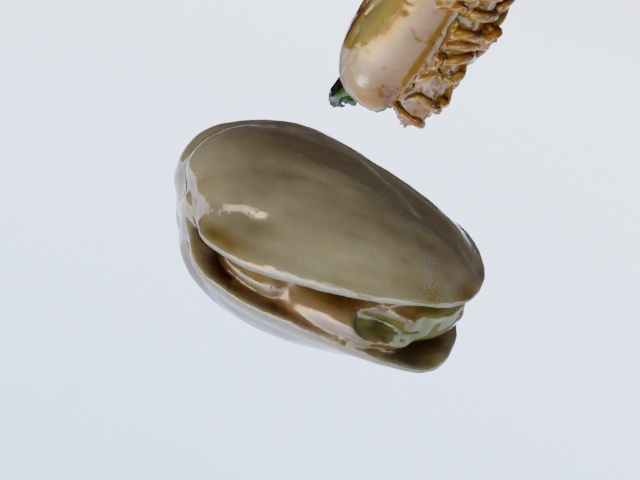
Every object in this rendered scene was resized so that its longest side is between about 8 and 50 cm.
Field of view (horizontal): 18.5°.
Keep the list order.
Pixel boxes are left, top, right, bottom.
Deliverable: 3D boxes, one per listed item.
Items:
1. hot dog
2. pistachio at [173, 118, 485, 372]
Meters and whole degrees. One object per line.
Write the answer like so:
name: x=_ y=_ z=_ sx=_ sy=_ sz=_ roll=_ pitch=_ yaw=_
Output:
hot dog: x=0.068 y=-0.122 z=0.851 sx=0.055 sy=0.188 sz=0.072 roll=39 pitch=-160 yaw=17
pistachio: x=0.000 y=0.000 z=1.269 sx=0.215 sy=0.144 sz=0.144 roll=27 pitch=-159 yaw=6
